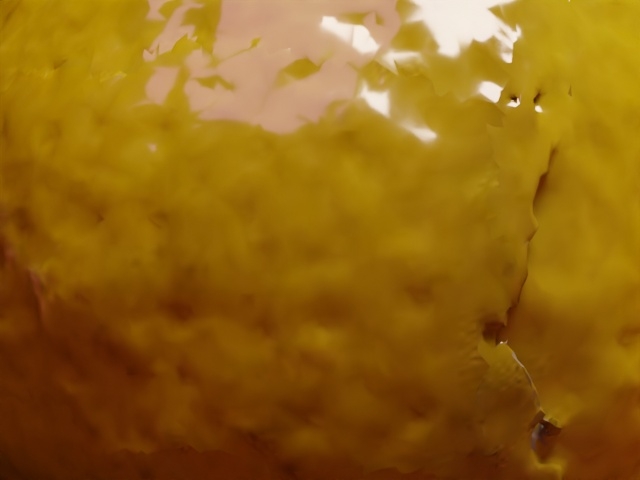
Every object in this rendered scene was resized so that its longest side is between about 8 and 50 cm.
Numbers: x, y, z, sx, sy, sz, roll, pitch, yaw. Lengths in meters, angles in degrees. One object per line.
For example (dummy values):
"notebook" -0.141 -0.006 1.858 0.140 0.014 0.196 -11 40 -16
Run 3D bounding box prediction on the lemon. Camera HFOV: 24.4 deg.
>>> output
"lemon" 0.000 0.000 0.613 0.387 0.350 0.350 6 35 27
